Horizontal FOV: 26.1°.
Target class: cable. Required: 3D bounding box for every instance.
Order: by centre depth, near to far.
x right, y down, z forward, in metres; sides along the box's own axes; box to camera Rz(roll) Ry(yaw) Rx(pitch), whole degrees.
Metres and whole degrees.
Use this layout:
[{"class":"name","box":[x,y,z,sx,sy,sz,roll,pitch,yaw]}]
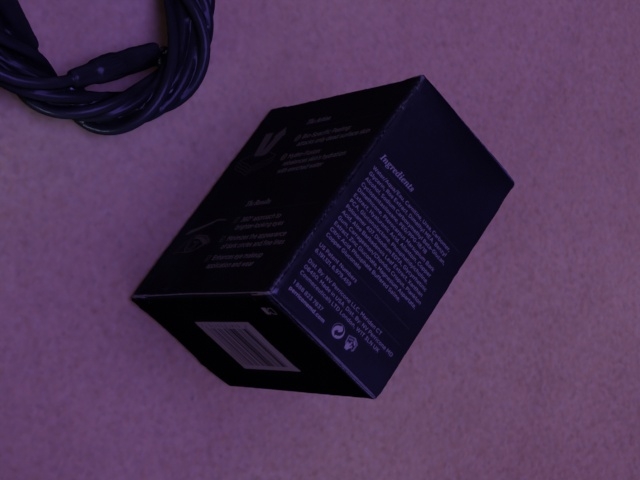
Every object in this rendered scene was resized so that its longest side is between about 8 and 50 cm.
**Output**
[{"class":"cable","box":[-0.143,-0.145,0.777,0.184,0.047,0.151,22,81,-33]}]

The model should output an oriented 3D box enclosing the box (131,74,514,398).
[{"class":"box","box":[0.000,0.000,0.791,0.093,0.156,0.158,45,65,-24]}]
